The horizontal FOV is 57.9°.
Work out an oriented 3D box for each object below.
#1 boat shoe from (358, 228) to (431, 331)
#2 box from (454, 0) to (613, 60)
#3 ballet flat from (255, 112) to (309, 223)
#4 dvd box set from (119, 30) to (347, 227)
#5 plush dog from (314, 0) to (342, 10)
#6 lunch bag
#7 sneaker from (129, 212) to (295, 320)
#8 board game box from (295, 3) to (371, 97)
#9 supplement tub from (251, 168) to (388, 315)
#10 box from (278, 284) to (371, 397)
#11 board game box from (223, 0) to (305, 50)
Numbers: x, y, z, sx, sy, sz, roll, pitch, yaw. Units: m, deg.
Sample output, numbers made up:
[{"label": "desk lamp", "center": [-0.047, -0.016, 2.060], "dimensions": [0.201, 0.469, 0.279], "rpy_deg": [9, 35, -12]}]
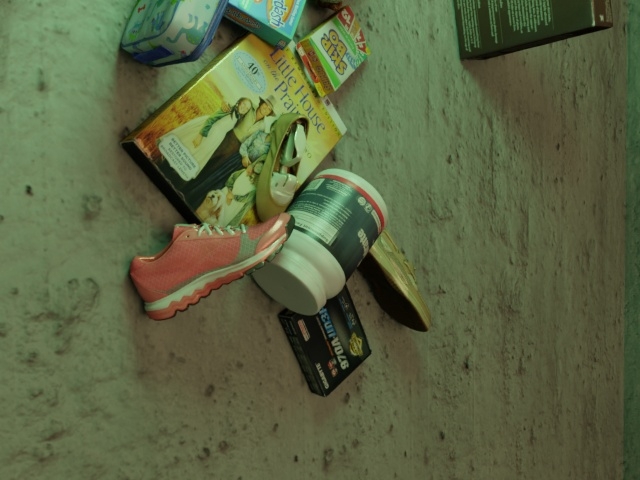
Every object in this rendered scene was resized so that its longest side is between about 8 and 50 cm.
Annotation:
[{"label": "boat shoe", "center": [0.190, 0.088, 1.426], "dimensions": [0.110, 0.122, 0.341], "rpy_deg": [-51, 121, -28]}, {"label": "box", "center": [0.565, -0.624, 1.566], "dimensions": [0.143, 0.382, 0.190], "rpy_deg": [-17, 102, -41]}, {"label": "ballet flat", "center": [-0.072, -0.143, 1.134], "dimensions": [0.080, 0.073, 0.232], "rpy_deg": [15, 82, -41]}, {"label": "dvd box set", "center": [-0.144, -0.208, 1.157], "dimensions": [0.420, 0.062, 0.307], "rpy_deg": [-52, 123, -28]}, {"label": "plush dog", "center": [0.038, -0.618, 1.224], "dimensions": [0.211, 0.262, 0.225], "rpy_deg": [7, 78, -13]}, {"label": "lunch bag", "center": [-0.240, -0.376, 0.959], "dimensions": [0.090, 0.219, 0.175], "rpy_deg": [27, 81, -38]}, {"label": "sneaker", "center": [-0.194, 0.015, 1.027], "dimensions": [0.314, 0.116, 0.136], "rpy_deg": [-31, 101, -5]}, {"label": "board game box", "center": [0.034, -0.424, 1.285], "dimensions": [0.124, 0.039, 0.259], "rpy_deg": [60, 42, -24]}, {"label": "supplement tub", "center": [0.000, 0.000, 1.205], "dimensions": [0.272, 0.191, 0.191], "rpy_deg": [-52, 123, -28]}, {"label": "box", "center": [0.016, 0.214, 1.320], "dimensions": [0.175, 0.051, 0.220], "rpy_deg": [-35, 114, -36]}, {"label": "board game box", "center": [-0.132, -0.489, 1.118], "dimensions": [0.210, 0.047, 0.160], "rpy_deg": [24, 67, -22]}]
